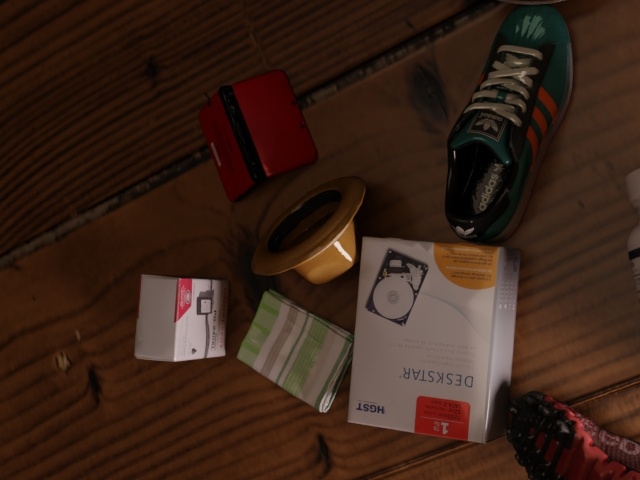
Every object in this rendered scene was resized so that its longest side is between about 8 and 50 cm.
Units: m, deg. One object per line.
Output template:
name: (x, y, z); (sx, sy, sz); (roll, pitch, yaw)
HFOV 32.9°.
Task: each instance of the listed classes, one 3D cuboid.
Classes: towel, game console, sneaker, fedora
towel: (-0.034, 0.145, 1.438); (0.152, 0.023, 0.113); (28, 98, 24)
game console: (-0.089, -0.142, 1.485); (0.124, 0.085, 0.144); (-37, 69, 51)
sneaker: (0.329, 0.266, 1.226); (0.276, 0.135, 0.097); (40, 118, 45)
fedora: (0.000, 0.000, 1.374); (0.194, 0.194, 0.079); (-35, 110, 19)
sneaker: (0.220, -0.143, 1.282); (0.108, 0.121, 0.302); (15, 93, 24)

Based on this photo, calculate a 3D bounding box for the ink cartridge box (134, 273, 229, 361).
ink cartridge box: (-0.181, 0.102, 1.440); (0.063, 0.150, 0.109); (2, 88, 21)

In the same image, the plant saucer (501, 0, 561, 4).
plant saucer: (0.251, -0.434, 1.278); (0.311, 0.050, 0.310); (0, 96, 5)

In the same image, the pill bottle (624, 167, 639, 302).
pill bottle: (0.418, 0.043, 1.163); (0.153, 0.153, 0.264); (-14, 82, 24)

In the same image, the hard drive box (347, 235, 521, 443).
hard drive box: (0.140, 0.116, 1.324); (0.181, 0.089, 0.232); (3, 89, 25)
